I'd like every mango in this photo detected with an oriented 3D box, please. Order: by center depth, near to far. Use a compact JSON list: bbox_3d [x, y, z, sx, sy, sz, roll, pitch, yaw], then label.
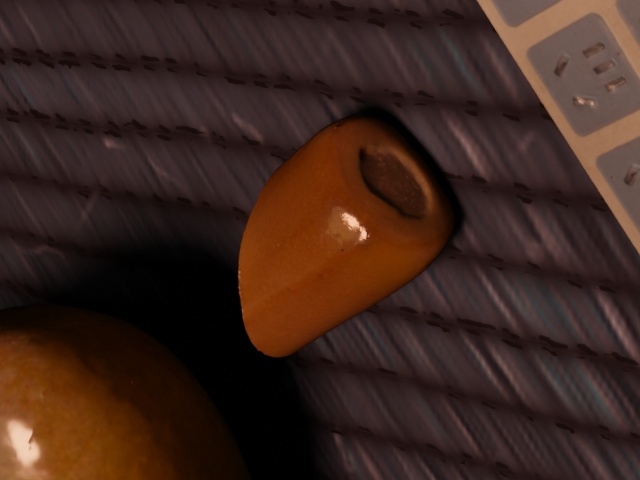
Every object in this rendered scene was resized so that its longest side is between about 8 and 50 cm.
[{"bbox_3d":[-0.142,0.151,0.776,0.221,0.199,0.384,44,138,14],"label":"mango"}]

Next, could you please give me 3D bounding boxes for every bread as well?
[{"bbox_3d":[-0.001,0.000,0.648,0.062,0.049,0.103,54,139,0],"label":"bread"}]

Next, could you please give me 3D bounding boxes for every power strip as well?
[{"bbox_3d":[0.109,-0.042,0.521,0.081,0.035,0.192,-27,97,48],"label":"power strip"}]
